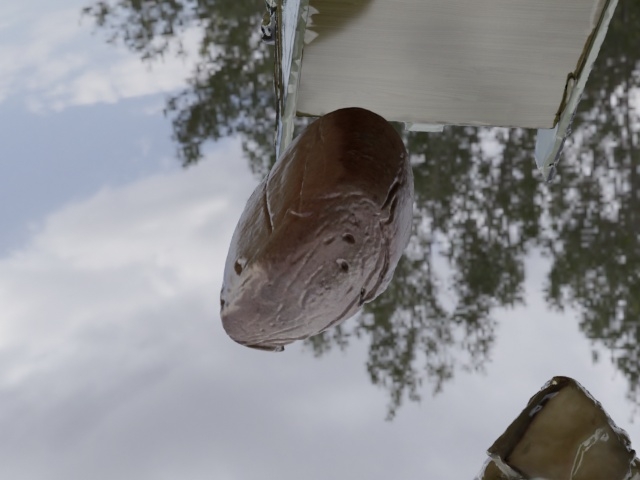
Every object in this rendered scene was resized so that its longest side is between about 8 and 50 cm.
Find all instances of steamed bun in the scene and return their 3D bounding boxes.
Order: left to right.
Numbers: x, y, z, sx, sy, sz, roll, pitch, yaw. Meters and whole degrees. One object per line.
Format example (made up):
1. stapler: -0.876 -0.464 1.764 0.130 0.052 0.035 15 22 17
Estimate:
1. steamed bun: 0.000 0.000 0.809 0.175 0.106 0.145 -45 -158 30

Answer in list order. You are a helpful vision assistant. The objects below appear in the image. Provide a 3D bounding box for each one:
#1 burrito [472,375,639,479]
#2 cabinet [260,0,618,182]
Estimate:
1. burrito: 0.095 0.252 0.596 0.175 0.348 0.107 30 180 12
2. cabinet: 0.101 -0.243 0.957 0.290 0.318 0.227 1 -132 -8
